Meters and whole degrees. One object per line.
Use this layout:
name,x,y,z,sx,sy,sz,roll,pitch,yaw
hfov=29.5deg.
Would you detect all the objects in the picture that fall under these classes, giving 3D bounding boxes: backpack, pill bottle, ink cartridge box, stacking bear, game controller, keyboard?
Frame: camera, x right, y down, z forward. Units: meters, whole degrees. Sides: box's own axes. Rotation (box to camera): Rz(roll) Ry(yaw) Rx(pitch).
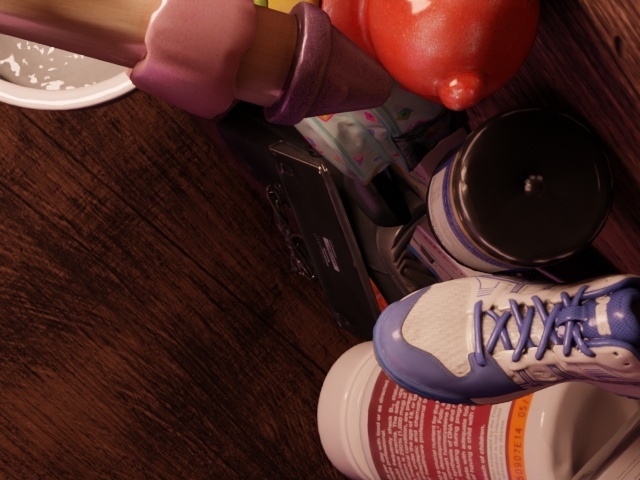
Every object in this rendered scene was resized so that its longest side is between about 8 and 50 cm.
backpack,0.030,-0.146,1.025,0.166,0.144,0.188,50,173,18
pill bottle,0.190,0.222,1.459,0.392,0.224,0.224,-1,138,51
ink cartridge box,0.180,0.016,1.413,0.139,0.082,0.190,45,176,7
stacking bear,0.022,-0.178,0.828,0.289,0.175,0.164,30,174,36
ink cartridge box,0.103,-0.099,1.230,0.104,0.061,0.181,43,175,34
game controller,0.039,-0.105,1.349,0.166,0.067,0.319,45,-171,-9
pill bottle,0.153,-0.034,1.003,0.123,0.123,0.219,46,175,0
keyboard,0.000,0.000,1.647,0.201,0.033,0.317,25,144,47

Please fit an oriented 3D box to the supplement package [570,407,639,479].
supplement package,0.383,0.274,1.137,0.263,0.198,0.199,44,174,11

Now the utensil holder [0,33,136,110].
utensil holder,-0.302,-0.306,1.409,0.327,0.327,0.385,47,176,-9

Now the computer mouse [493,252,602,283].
computer mouse,0.253,0.048,1.228,0.262,0.060,0.184,30,164,26

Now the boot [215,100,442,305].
boot,0.055,-0.007,1.773,0.445,0.146,0.367,32,154,46

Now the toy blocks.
toy blocks,-0.009,-0.227,0.579,0.260,0.309,0.288,14,-162,-17

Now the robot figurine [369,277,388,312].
robot figurine,0.139,0.111,2.206,0.219,0.158,0.128,46,136,-5

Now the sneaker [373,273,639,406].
sneaker,0.192,0.063,0.955,0.131,0.296,0.112,107,160,-68
